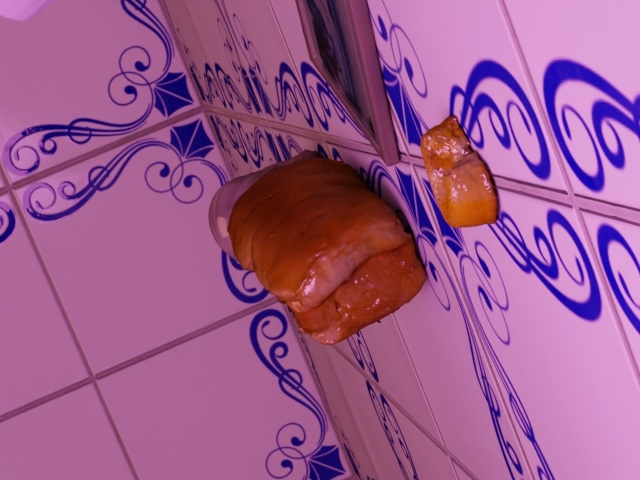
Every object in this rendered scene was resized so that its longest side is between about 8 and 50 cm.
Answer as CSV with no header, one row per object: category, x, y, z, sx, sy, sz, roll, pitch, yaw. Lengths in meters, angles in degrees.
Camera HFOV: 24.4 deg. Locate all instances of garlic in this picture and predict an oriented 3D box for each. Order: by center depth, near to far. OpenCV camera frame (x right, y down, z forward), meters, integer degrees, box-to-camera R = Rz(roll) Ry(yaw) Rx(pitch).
garlic,-0.050,-0.033,2.194,0.257,0.207,0.207,82,163,-60

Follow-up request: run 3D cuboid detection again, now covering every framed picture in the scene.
framed picture,0.009,-0.259,1.610,0.232,0.024,0.315,58,169,45

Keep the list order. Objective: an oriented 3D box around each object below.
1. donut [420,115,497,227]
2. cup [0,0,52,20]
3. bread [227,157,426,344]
donut,0.124,-0.056,1.352,0.097,0.043,0.108,76,173,-47
cup,-0.200,-0.385,1.238,0.253,0.371,0.253,44,-167,-13
bread,-0.005,-0.003,1.861,0.149,0.195,0.344,64,172,-24
